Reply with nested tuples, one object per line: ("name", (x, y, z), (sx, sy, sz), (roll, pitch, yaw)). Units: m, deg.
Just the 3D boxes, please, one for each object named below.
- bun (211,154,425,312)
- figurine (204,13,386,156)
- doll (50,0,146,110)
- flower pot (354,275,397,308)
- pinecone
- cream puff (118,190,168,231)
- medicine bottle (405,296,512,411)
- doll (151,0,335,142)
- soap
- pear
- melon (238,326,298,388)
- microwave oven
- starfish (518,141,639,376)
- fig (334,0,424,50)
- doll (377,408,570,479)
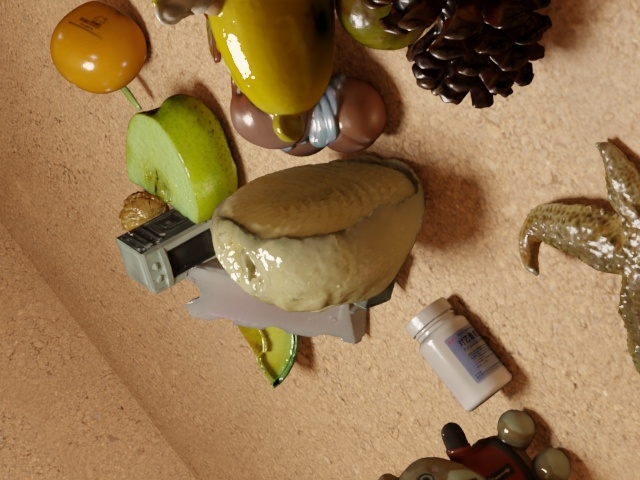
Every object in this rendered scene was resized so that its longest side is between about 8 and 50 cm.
("bun", (0.004, 0.003, 1.695), (0.364, 0.364, 0.202), (21, 130, 50))
("figurine", (-0.072, -0.318, 1.691), (0.277, 0.248, 0.388), (5, 111, 60))
("doll", (-0.498, -0.413, 2.306), (0.213, 0.213, 0.236), (45, 160, 26))
("flower pot", (0.053, 0.011, 1.896), (0.229, 0.103, 0.108), (46, 148, 25))
("pinecone", (0.177, -0.295, 1.280), (0.246, 0.246, 0.292), (31, 150, 43))
("cream puff", (-0.463, -0.078, 2.645), (0.133, 0.119, 0.104), (-21, 79, 35))
("medicine bottle", (0.239, 0.197, 1.769), (0.186, 0.103, 0.103), (52, 151, 15))
("doll", (-0.088, -0.393, 1.449), (0.161, 0.423, 0.348), (3, 161, 43))
("soap", (-0.080, 0.124, 2.027), (0.258, 0.302, 0.159), (44, 140, 28))
("pear", (-0.298, -0.202, 2.213), (0.292, 0.159, 0.292), (35, 141, 33))
("melon", (-0.132, 0.194, 2.366), (0.265, 0.129, 0.169), (57, 174, 0))
("microwave oven", (-0.365, 0.012, 2.462), (0.162, 0.208, 0.122), (28, 138, 45))
("starfish", (0.448, 0.079, 1.354), (0.432, 0.082, 0.324), (48, 146, 17))
("fig", (0.071, -0.362, 1.475), (0.186, 0.142, 0.148), (31, 120, 26))
("doll", (0.257, 0.427, 1.717), (0.235, 0.330, 0.174), (53, 147, 18))
